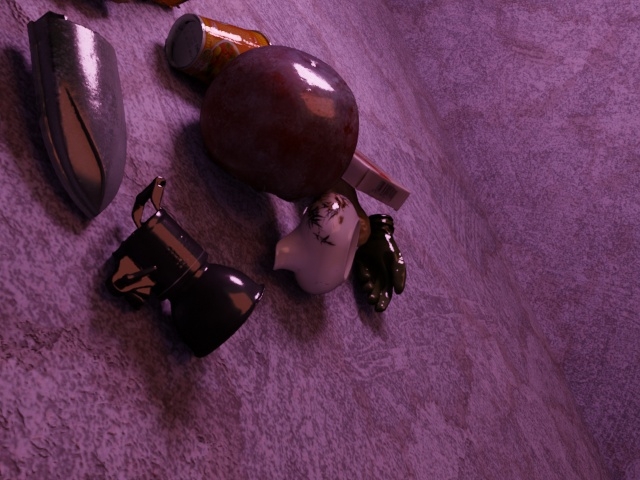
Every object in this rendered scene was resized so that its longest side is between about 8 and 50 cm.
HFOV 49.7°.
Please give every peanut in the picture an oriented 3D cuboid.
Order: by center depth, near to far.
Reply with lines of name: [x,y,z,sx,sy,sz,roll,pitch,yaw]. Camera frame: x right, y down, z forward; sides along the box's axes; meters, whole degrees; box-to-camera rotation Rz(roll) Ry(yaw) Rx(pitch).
peanut: [0.045,-0.088,1.675,0.229,0.098,0.103,64,21,13]

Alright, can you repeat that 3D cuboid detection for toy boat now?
toy boat: [-0.355,-0.182,1.021,0.141,0.092,0.319,16,57,-58]

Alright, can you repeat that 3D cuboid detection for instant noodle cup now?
instant noodle cup: [-0.218,-0.392,1.450,0.185,0.168,0.168,8,56,-52]

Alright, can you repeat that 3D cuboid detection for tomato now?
tomato: [-0.078,-0.227,1.361,0.317,0.282,0.316,22,25,-11]

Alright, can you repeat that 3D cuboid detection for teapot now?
teapot: [0.000,0.000,1.427,0.299,0.166,0.208,-80,169,-71]

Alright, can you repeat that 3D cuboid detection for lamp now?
lamp: [-0.214,0.047,1.006,0.227,0.147,0.172,45,51,-14]

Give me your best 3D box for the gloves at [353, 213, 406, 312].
gloves: [0.143,0.057,1.686,0.107,0.135,0.268,72,21,-50]

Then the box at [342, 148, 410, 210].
box: [0.039,-0.214,1.672,0.353,0.069,0.214,42,12,33]

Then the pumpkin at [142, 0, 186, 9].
pumpkin: [-0.305,-0.654,1.416,0.256,0.303,0.225,-34,89,-43]

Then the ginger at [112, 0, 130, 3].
ginger: [-0.411,-0.514,1.228,0.219,0.123,0.270,51,29,-29]
